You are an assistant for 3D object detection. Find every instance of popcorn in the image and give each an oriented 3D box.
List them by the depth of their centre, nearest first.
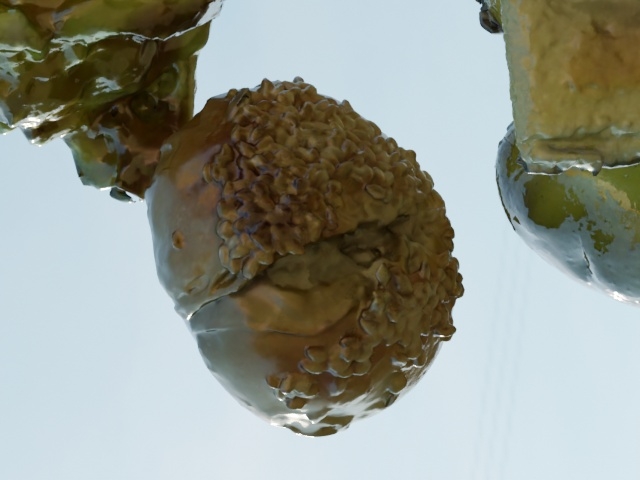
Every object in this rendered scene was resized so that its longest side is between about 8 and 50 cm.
[{"bbox_3d":[-0.254,-0.208,1.395,0.321,0.325,0.290,22,-133,-37],"label":"popcorn"}]

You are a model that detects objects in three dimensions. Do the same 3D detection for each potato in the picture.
[{"bbox_3d":[0.269,-0.028,1.404,0.143,0.248,0.169,-52,-33,-9],"label":"potato"}]

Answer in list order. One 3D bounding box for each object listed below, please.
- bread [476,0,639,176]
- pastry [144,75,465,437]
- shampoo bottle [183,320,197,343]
[{"bbox_3d":[0.193,-0.171,1.064,0.252,0.174,0.133,-92,-5,-47],"label":"bread"},{"bbox_3d":[0.000,0.000,1.339,0.284,0.184,0.316,-18,-98,-41],"label":"pastry"},{"bbox_3d":[-0.070,0.054,2.184,0.273,0.273,0.266,17,-132,-62],"label":"shampoo bottle"}]
